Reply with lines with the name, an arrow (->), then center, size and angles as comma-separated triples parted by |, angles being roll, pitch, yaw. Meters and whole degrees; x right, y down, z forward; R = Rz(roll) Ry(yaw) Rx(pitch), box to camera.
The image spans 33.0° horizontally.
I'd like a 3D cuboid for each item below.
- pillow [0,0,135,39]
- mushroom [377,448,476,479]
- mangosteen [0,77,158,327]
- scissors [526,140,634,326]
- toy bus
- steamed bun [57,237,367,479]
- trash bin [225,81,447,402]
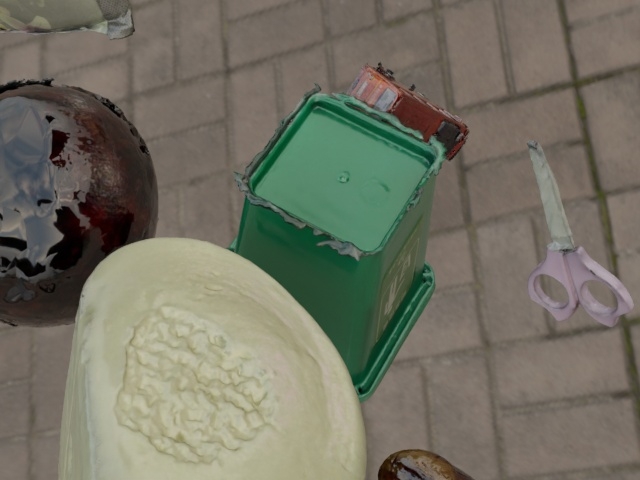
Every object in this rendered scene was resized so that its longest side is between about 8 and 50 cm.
pillow -> -0.238, -0.232, 0.709 | 0.169, 0.255, 0.059 | -6, 49, 20
mushroom -> 0.105, 0.217, 0.907 | 0.123, 0.123, 0.052 | 20, 62, 28
mangosteen -> -0.454, -0.056, 1.619 | 0.421, 0.381, 0.381 | 1, 69, -6
scissors -> 0.228, -0.006, 1.021 | 0.110, 0.212, 0.021 | 4, 36, 41
toy bus -> 0.115, -0.165, 1.415 | 0.096, 0.235, 0.074 | 43, 105, 29
steamed bun -> -0.123, 0.255, 1.141 | 0.289, 0.371, 0.456 | 2, 45, -18
trash bin -> 0.000, 0.000, 1.401 | 0.295, 0.381, 0.259 | 28, 60, 12
